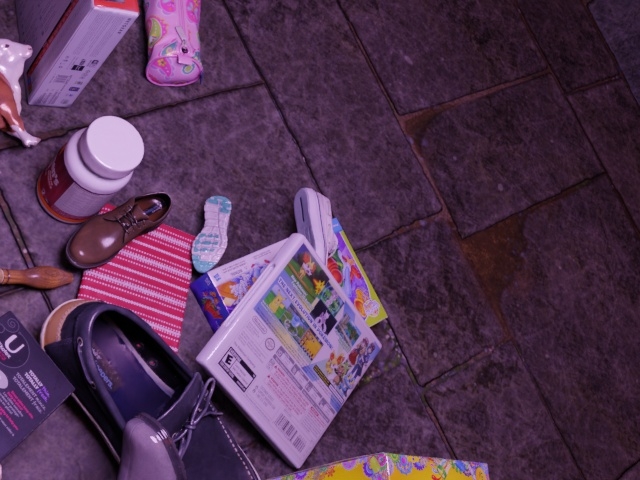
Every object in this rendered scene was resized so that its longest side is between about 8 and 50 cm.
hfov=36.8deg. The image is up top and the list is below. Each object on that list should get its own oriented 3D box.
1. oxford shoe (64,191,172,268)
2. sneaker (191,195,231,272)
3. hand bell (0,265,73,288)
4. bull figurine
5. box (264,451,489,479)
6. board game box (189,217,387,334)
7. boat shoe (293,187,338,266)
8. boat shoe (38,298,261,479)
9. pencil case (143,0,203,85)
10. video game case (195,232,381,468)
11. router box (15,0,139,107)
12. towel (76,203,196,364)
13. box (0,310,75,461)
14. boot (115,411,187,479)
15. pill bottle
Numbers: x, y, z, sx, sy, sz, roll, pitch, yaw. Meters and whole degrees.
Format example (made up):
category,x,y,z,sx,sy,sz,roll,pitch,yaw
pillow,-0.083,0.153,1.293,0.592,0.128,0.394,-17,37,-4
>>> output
category,x,y,z,sx,sy,sz,roll,pitch,yaw
oxford shoe,-0.353,-0.030,1.692,0.083,0.096,0.227,52,51,-3
sneaker,-0.203,-0.001,1.833,0.065,0.076,0.166,12,56,3
hand bell,-0.511,0.059,1.575,0.242,0.126,0.126,3,67,-47
bull figurine,-0.580,-0.207,1.631,0.188,0.101,0.310,49,55,-14
box,0.104,0.483,1.661,0.279,0.290,0.177,16,60,-42
board game box,-0.054,0.120,1.883,0.347,0.078,0.233,-24,85,-41
boat shoe,0.000,0.000,1.871,0.076,0.083,0.226,13,61,-30
boat shoe,-0.257,0.294,1.588,0.500,0.156,0.187,53,50,-15
pencil case,-0.297,-0.450,1.945,0.124,0.124,0.284,11,62,-32
video game case,-0.045,0.204,1.752,0.300,0.036,0.329,-53,128,-24
router box,-0.441,-0.444,1.691,0.082,0.335,0.301,0,69,-35
towel,-0.333,0.082,1.729,0.199,0.031,0.274,22,56,-25
box,-0.519,0.252,1.392,0.165,0.143,0.270,54,33,-8
boot,-0.317,0.439,1.424,0.223,0.118,0.338,-15,114,-42
pill bottle,-0.394,-0.121,1.650,0.121,0.221,0.121,16,60,-30
